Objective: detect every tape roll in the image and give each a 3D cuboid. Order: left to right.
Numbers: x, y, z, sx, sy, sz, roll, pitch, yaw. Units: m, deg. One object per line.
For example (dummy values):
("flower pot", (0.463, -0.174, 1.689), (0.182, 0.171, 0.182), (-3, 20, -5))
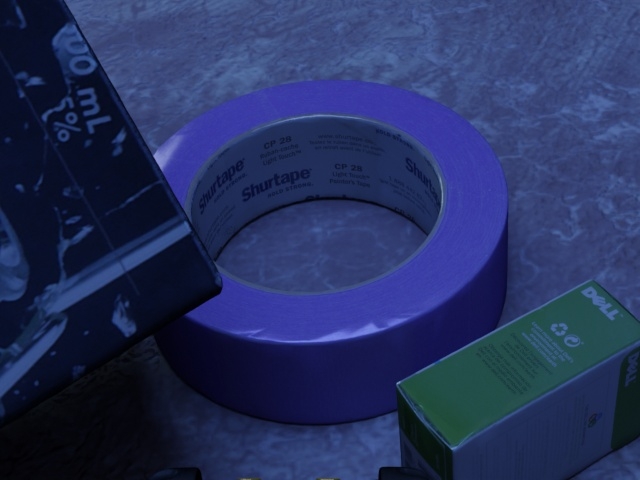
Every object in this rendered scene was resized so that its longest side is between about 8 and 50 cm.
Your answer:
("tape roll", (0.000, 0.000, 0.995), (0.274, 0.090, 0.275), (-3, 44, 3))

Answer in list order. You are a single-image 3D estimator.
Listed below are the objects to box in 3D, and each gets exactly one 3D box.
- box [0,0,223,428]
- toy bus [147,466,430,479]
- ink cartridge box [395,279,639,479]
("box", (-0.397, -0.051, 0.770), (0.471, 0.480, 0.297), (-33, 9, -22))
("toy bus", (-0.014, 0.229, 0.723), (0.149, 0.220, 0.212), (-2, 78, 0))
("ink cartridge box", (0.151, 0.097, 0.863), (0.209, 0.109, 0.062), (-26, 49, -18))
